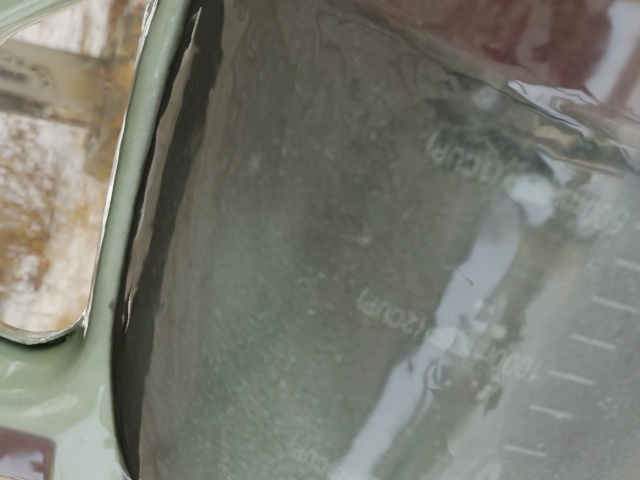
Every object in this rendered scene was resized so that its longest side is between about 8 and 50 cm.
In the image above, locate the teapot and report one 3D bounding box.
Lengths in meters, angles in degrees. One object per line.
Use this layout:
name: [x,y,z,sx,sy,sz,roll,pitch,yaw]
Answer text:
teapot: [0.000,0.000,0.434,0.233,0.315,0.312,-80,13,-71]
